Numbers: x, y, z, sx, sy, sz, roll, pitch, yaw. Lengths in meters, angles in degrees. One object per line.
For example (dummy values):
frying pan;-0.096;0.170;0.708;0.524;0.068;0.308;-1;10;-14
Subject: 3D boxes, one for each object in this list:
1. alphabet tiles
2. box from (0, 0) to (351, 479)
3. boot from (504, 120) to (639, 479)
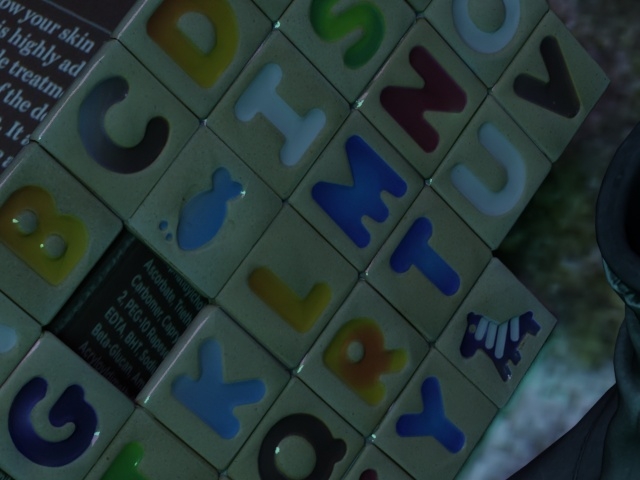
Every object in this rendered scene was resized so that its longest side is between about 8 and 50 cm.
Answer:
alphabet tiles;0.000;0.000;0.535;0.237;0.198;0.009;-54;30;-14
box;-0.132;0.015;0.592;0.191;0.143;0.381;29;74;28
boot;0.092;0.052;0.453;0.338;0.223;0.118;-42;59;-10
